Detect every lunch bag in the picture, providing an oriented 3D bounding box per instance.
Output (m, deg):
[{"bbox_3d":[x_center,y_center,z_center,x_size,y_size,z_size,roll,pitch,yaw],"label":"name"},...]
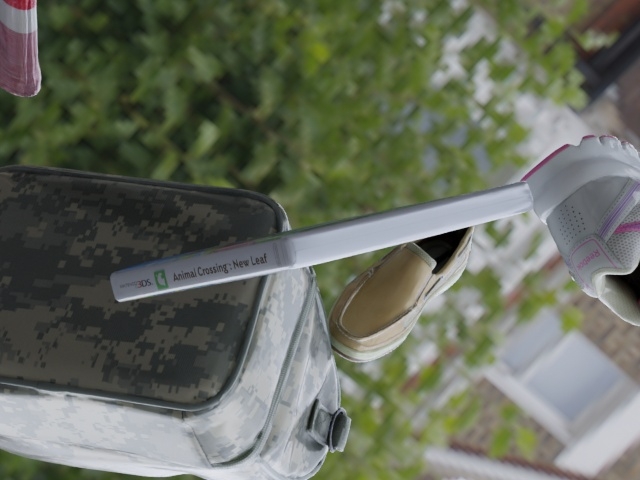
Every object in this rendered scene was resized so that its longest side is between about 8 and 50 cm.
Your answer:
[{"bbox_3d":[-0.147,0.092,1.592,0.305,0.256,0.213,6,-122,20],"label":"lunch bag"}]

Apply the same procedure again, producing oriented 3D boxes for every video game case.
[{"bbox_3d":[0.000,0.000,1.292,0.212,0.023,0.193,-14,-179,-39],"label":"video game case"}]

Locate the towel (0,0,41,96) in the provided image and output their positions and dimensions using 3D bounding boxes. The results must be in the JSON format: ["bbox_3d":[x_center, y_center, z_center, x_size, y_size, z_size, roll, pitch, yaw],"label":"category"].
[{"bbox_3d":[-0.284,-0.296,1.480,0.037,0.329,0.237,-23,-133,-28],"label":"towel"}]

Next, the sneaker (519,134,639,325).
[{"bbox_3d":[0.251,0.015,1.379,0.103,0.252,0.111,-45,-135,43],"label":"sneaker"}]

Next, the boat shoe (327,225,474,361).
[{"bbox_3d":[0.071,0.031,1.690,0.190,0.068,0.072,-45,168,-44],"label":"boat shoe"}]
